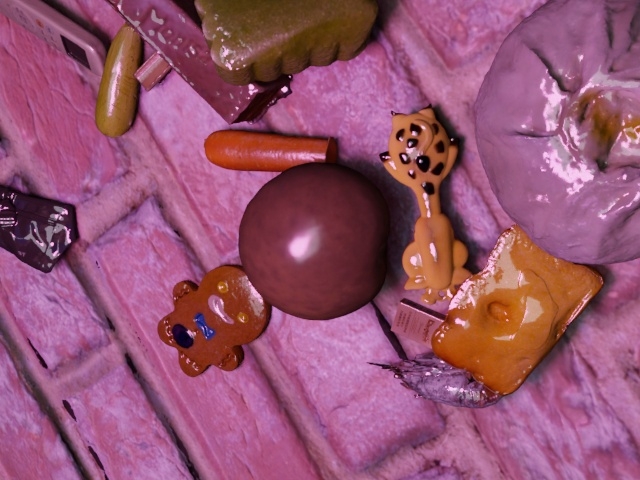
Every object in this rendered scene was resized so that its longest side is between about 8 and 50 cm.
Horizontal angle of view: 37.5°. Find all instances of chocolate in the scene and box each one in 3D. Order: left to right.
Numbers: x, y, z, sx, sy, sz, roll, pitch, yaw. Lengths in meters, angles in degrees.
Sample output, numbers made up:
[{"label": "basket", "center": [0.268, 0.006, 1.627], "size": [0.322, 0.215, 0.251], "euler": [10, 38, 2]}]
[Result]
[{"label": "chocolate", "center": [-0.193, -0.308, 1.436], "size": [0.321, 0.112, 0.112], "euler": [45, 114, -2]}]

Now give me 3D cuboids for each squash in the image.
[{"label": "squash", "center": [-0.332, -0.266, 1.573], "size": [0.066, 0.066, 0.201], "euler": [23, 109, 19]}]

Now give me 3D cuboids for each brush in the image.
[{"label": "brush", "center": [-0.205, -0.335, 1.512], "size": [0.248, 0.036, 0.043], "euler": [-42, 87, 21]}]

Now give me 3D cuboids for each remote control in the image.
[{"label": "remote control", "center": [-0.481, -0.379, 1.614], "size": [0.310, 0.038, 0.090], "euler": [34, 156, 14]}]

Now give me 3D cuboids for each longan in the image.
[{"label": "longan", "center": [0.000, 0.000, 1.391], "size": [0.248, 0.248, 0.248], "euler": [7, 106, 25]}]

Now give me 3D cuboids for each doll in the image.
[{"label": "doll", "center": [0.158, -0.051, 1.374], "size": [0.117, 0.086, 0.291], "euler": [-10, 97, 10]}]

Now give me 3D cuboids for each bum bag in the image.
[{"label": "bum bag", "center": [-0.585, -0.035, 1.750], "size": [0.310, 0.074, 0.137], "euler": [17, 100, 21]}]

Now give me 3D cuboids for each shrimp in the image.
[{"label": "shrimp", "center": [0.171, 0.206, 1.442], "size": [0.233, 0.079, 0.090], "euler": [8, 142, 28]}]

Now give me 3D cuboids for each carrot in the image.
[{"label": "carrot", "center": [-0.086, -0.139, 1.482], "size": [0.225, 0.067, 0.067], "euler": [5, 105, 23]}]

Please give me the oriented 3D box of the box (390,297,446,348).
[{"label": "box", "center": [0.155, 0.130, 1.456], "size": [0.083, 0.024, 0.053], "euler": [23, 112, 18]}]

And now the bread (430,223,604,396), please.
[{"label": "bread", "center": [0.270, 0.098, 1.341], "size": [0.161, 0.088, 0.233], "euler": [36, 101, 3]}]

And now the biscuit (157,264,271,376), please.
[{"label": "biscuit", "center": [-0.182, 0.135, 1.618], "size": [0.236, 0.039, 0.180], "euler": [-40, 83, 26]}]

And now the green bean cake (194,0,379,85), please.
[{"label": "green bean cake", "center": [-0.052, -0.349, 1.328], "size": [0.248, 0.125, 0.222], "euler": [-12, 87, -1]}]

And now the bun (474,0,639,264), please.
[{"label": "bun", "center": [0.361, -0.145, 1.180], "size": [0.362, 0.211, 0.361], "euler": [3, 97, 23]}]
